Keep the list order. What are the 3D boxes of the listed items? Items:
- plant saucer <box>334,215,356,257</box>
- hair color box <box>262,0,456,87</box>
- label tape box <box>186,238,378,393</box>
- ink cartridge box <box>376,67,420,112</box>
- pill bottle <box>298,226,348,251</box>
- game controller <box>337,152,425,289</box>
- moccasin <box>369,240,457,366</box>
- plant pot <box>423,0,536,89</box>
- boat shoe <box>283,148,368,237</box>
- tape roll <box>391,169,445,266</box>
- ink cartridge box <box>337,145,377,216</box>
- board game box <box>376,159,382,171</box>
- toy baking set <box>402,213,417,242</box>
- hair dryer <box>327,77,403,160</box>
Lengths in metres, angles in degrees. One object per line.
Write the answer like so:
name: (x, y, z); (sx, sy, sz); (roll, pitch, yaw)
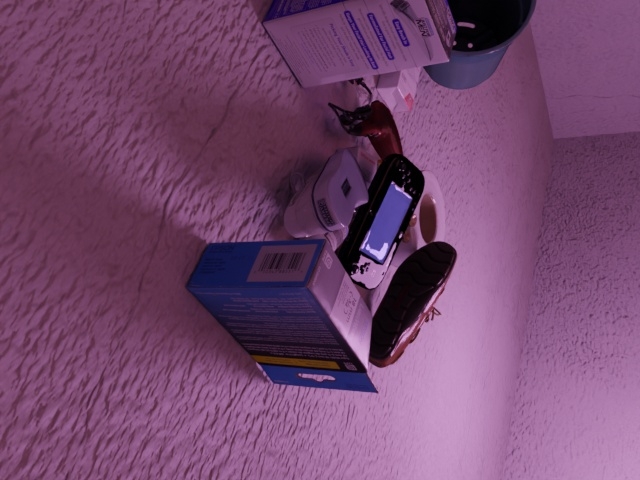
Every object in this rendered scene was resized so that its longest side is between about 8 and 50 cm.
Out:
plant saucer: (0.073, 0.023, 1.510); (0.168, 0.029, 0.168); (5, 84, -59)
hair color box: (0.078, -0.430, 1.225); (0.185, 0.339, 0.110); (51, 48, -46)
label tape box: (-0.045, 0.142, 1.106); (0.333, 0.241, 0.105); (59, 40, -42)
ink cartridge box: (0.228, -0.479, 1.744); (0.115, 0.067, 0.198); (44, 54, -50)
pill bottle: (0.000, 0.000, 1.340); (0.137, 0.078, 0.078); (-46, 128, -50)
game controller: (0.148, -0.042, 1.450); (0.166, 0.067, 0.319); (29, 84, -38)
moccasin: (0.245, 0.170, 1.626); (0.380, 0.139, 0.147); (-62, 155, -14)
plant pot: (0.425, -0.626, 1.796); (0.334, 0.341, 0.340); (47, 46, -78)
boat shoe: (-0.002, -0.085, 1.283); (0.135, 0.157, 0.367); (65, 20, -16)
tape roll: (0.269, -0.062, 1.773); (0.286, 0.100, 0.286); (3, 86, -59)
ink cartridge box: (0.086, -0.142, 1.500); (0.109, 0.063, 0.150); (21, 71, -58)
board game box: (0.184, -0.137, 1.601); (0.133, 0.033, 0.168); (-25, 86, -25)
toy baking set: (0.182, -0.064, 1.538); (0.256, 0.030, 0.196); (-27, 117, -40)
hair dryer: (0.114, -0.273, 1.511); (0.293, 0.080, 0.223); (42, 45, -29)
